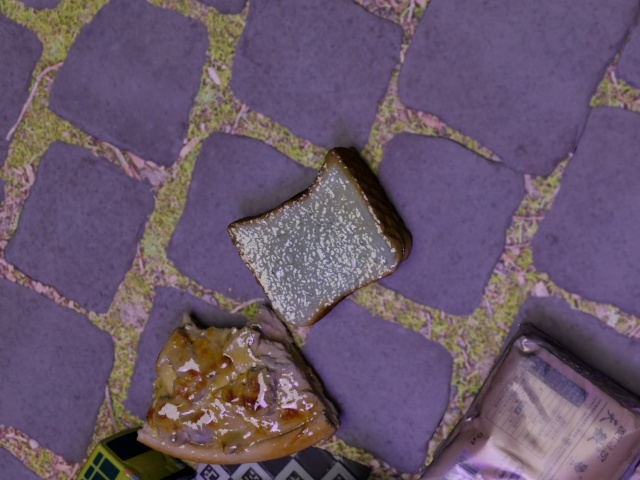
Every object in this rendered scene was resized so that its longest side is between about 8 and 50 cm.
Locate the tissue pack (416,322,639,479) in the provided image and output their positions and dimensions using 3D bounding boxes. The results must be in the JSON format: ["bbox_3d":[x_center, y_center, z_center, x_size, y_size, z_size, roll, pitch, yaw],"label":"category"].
[{"bbox_3d":[0.267,0.265,1.749,0.215,0.123,0.257,36,103,13],"label":"tissue pack"}]

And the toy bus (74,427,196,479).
[{"bbox_3d":[-0.315,0.416,2.052,0.150,0.128,0.262,40,111,17],"label":"toy bus"}]

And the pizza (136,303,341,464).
[{"bbox_3d":[-0.131,0.206,1.944,0.323,0.089,0.223,-6,93,24],"label":"pizza"}]

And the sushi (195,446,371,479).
[{"bbox_3d":[-0.087,0.412,1.990,0.264,0.050,0.290,20,107,20],"label":"sushi"}]

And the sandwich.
[{"bbox_3d":[0.000,0.000,1.864,0.214,0.065,0.186,-32,86,27],"label":"sandwich"}]
